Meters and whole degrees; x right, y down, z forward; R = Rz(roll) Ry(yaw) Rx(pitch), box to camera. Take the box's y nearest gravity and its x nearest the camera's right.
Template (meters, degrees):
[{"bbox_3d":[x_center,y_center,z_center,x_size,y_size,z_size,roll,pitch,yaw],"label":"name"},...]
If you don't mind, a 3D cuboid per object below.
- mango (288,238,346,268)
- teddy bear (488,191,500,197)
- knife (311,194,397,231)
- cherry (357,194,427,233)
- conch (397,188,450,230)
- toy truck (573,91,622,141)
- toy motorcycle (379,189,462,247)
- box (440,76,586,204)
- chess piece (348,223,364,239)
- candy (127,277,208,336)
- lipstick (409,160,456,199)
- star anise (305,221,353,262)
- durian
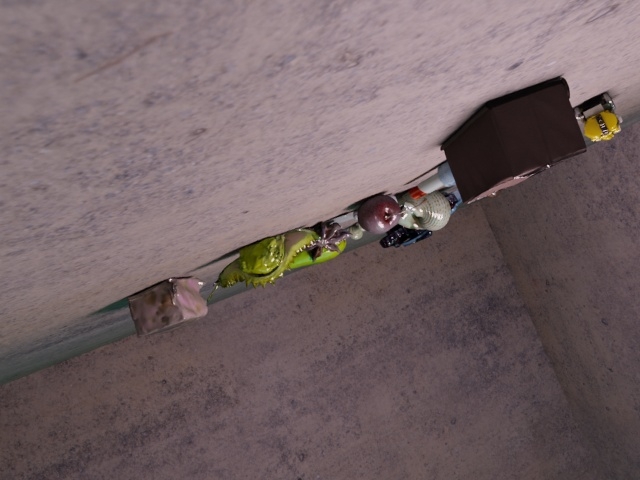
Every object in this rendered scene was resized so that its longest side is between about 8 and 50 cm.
[{"bbox_3d":[-0.027,0.030,1.821,0.232,0.111,0.125,-23,169,-5],"label":"mango"},{"bbox_3d":[0.499,-0.199,1.701,0.078,0.160,0.119,-61,171,7],"label":"teddy bear"},{"bbox_3d":[0.083,-0.071,1.705,0.331,0.044,0.080,-19,168,12],"label":"knife"},{"bbox_3d":[0.194,-0.085,1.598,0.188,0.115,0.148,-26,157,-22],"label":"cherry"},{"bbox_3d":[0.332,-0.114,1.772,0.172,0.131,0.200,5,156,49],"label":"conch"},{"bbox_3d":[0.773,-0.330,1.496,0.098,0.114,0.227,-26,174,32],"label":"toy truck"},{"bbox_3d":[0.426,-0.095,2.275,0.232,0.172,0.416,-26,170,-46],"label":"toy motorcycle"},{"bbox_3d":[0.387,-0.192,1.110,0.188,0.153,0.252,-20,176,-13],"label":"box"},{"bbox_3d":[0.164,-0.054,2.085,0.059,0.059,0.149,-19,169,-31],"label":"chess piece"},{"bbox_3d":[-0.448,0.195,1.610,0.184,0.137,0.195,-23,172,9],"label":"candy"},{"bbox_3d":[0.346,-0.178,1.499,0.061,0.068,0.274,-14,169,-38],"label":"lipstick"},{"bbox_3d":[0.000,0.000,1.707,0.204,0.061,0.181,-20,140,1],"label":"star anise"},{"bbox_3d":[-0.163,0.064,1.535,0.375,0.132,0.106,-27,-172,-10],"label":"durian"}]
